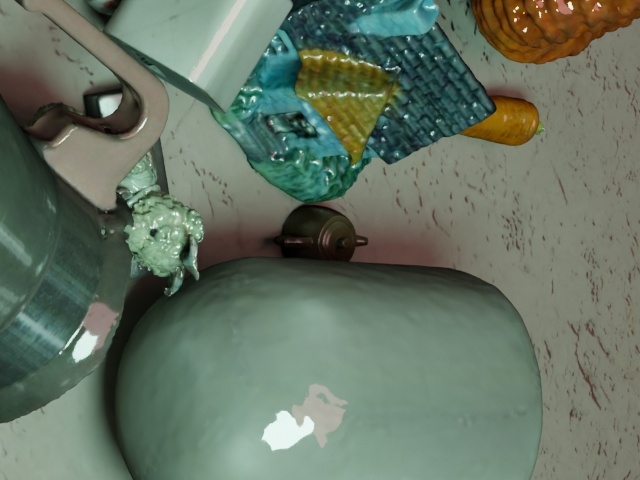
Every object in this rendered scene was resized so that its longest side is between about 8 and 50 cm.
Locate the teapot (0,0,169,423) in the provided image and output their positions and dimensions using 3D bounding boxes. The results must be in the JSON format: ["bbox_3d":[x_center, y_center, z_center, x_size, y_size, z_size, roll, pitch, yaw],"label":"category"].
[{"bbox_3d":[-0.313,-0.043,1.389,0.376,0.305,0.362,-50,138,-2],"label":"teapot"}]

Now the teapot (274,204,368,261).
[{"bbox_3d":[0.000,0.000,1.856,0.121,0.068,0.076,1,95,-44],"label":"teapot"}]

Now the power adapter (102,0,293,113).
[{"bbox_3d":[-0.099,-0.247,1.642,0.205,0.125,0.130,-58,164,-5],"label":"power adapter"}]

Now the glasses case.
[{"bbox_3d":[-0.188,-0.059,1.690,0.072,0.042,0.191,-18,108,-33],"label":"glasses case"}]

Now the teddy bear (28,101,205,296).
[{"bbox_3d":[-0.196,-0.044,1.611,0.213,0.133,0.111,36,34,-9],"label":"teddy bear"}]

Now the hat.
[{"bbox_3d":[0.259,-0.416,1.991,0.285,0.285,0.400,-21,82,-41],"label":"hat"}]

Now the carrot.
[{"bbox_3d":[0.169,-0.148,2.021,0.256,0.061,0.061,2,94,-35],"label":"carrot"}]

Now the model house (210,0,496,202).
[{"bbox_3d":[0.052,-0.172,1.770,0.261,0.241,0.226,47,61,-37],"label":"model house"}]

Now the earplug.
[{"bbox_3d":[-0.014,0.170,1.705,0.394,0.312,0.313,5,91,-41],"label":"earplug"}]

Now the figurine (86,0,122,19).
[{"bbox_3d":[-0.212,-0.307,1.609,0.260,0.103,0.205,-29,151,-40],"label":"figurine"}]
